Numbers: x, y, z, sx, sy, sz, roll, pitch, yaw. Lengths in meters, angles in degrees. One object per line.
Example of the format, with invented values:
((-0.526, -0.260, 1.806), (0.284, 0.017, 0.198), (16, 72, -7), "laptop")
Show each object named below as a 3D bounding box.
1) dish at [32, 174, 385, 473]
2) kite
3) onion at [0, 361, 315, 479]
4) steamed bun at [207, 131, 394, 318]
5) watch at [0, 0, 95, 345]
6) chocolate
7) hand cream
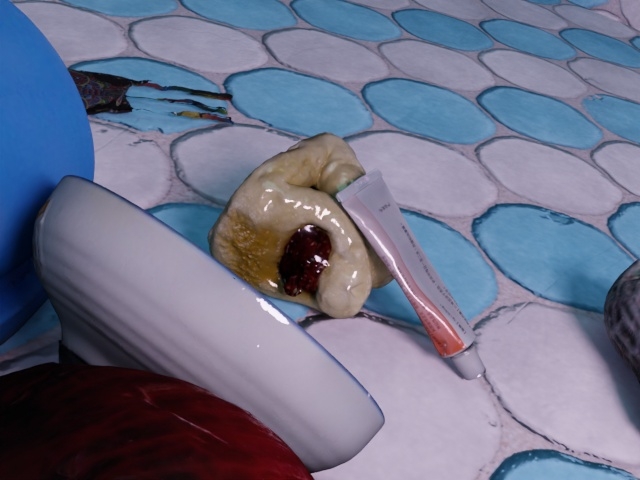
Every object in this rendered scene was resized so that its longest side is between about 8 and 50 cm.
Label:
((-0.104, 0.094, 0.526), (0.273, 0.273, 0.134), (31, 75, 22), "dish")
((-0.251, -0.193, 1.031), (0.285, 0.015, 0.152), (4, 35, -18), "kite")
((-0.135, 0.182, 0.310), (0.314, 0.232, 0.314), (-14, 44, 14), "onion")
((0.000, 0.000, 0.763), (0.155, 0.141, 0.172), (42, 42, 14), "steamed bun")
((-0.331, -0.070, 0.578), (0.305, 0.274, 0.241), (26, 34, 6), "watch")
((0.351, 0.117, 0.755), (0.110, 0.110, 0.248), (11, 37, -8), "chocolate")
((0.088, 0.037, 0.720), (0.216, 0.038, 0.052), (58, 24, -2), "hand cream")
